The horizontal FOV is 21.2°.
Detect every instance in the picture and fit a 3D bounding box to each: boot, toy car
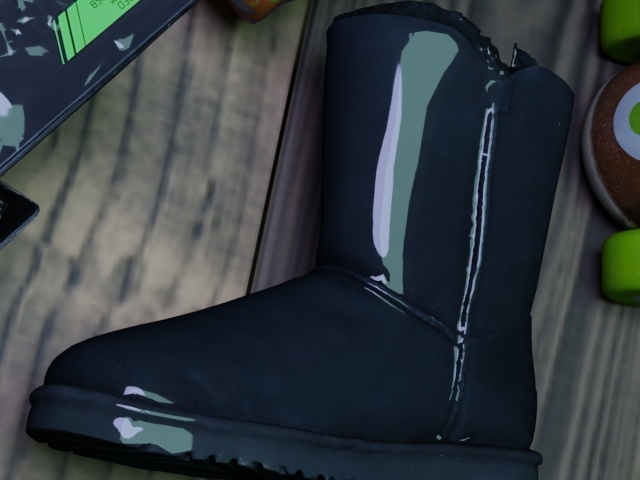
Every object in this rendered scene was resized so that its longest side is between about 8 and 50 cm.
[{"bbox_3d":[0.000,0.000,0.719,0.246,0.094,0.207,11,78,-32],"label":"boot"},{"bbox_3d":[0.228,-0.055,0.795,0.149,0.188,0.155,9,75,-25],"label":"toy car"}]

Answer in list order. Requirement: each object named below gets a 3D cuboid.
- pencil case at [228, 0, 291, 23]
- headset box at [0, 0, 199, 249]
[{"bbox_3d":[-0.073,-0.227,0.720,0.284,0.124,0.124,48,63,-9],"label":"pencil case"},{"bbox_3d":[-0.218,-0.095,0.609,0.246,0.131,0.283,-44,101,-26],"label":"headset box"}]
